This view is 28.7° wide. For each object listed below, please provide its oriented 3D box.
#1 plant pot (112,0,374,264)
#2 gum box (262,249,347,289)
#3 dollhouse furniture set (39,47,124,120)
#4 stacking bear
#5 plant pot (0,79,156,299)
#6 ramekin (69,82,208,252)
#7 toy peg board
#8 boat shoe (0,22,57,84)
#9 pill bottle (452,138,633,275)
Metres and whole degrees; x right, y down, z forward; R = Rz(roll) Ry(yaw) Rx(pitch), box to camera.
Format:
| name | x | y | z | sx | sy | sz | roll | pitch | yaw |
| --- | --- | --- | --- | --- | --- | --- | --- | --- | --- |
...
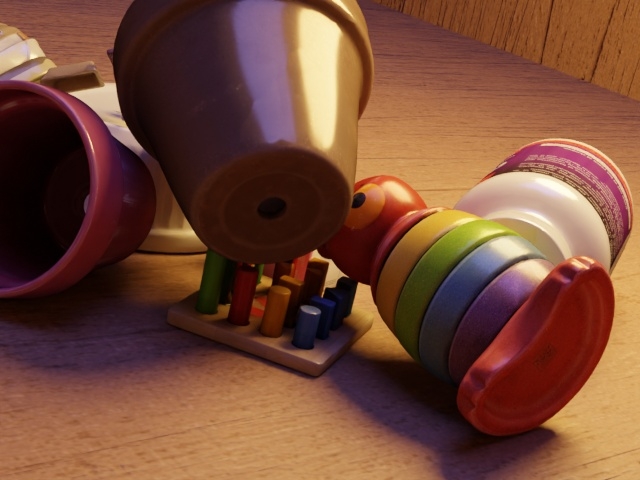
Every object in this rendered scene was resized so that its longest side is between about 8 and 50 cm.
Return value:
| name | x | y | z | sx | sy | sz | roll | pitch | yaw |
| --- | --- | --- | --- | --- | --- | --- | --- | --- | --- |
| plant pot | -0.060 | -0.109 | 1.192 | 0.263 | 0.263 | 0.229 | 6 | 43 | -19 |
| gum box | 0.000 | 0.000 | 1.411 | 0.107 | 0.062 | 0.188 | 25 | 22 | 31 |
| dollhouse furniture set | -0.241 | -0.147 | 1.371 | 0.114 | 0.091 | 0.081 | -9 | 62 | 3 |
| stacking bear | 0.115 | 0.037 | 1.177 | 0.289 | 0.175 | 0.164 | 39 | -2 | 36 |
| plant pot | -0.256 | -0.043 | 1.201 | 0.201 | 0.201 | 0.180 | 20 | 5 | 21 |
| ramekin | -0.204 | -0.093 | 1.449 | 0.273 | 0.127 | 0.273 | 12 | 18 | -4 |
| toy peg board | -0.039 | 0.048 | 1.225 | 0.161 | 0.079 | 0.161 | 18 | 20 | 16 |
| boat shoe | -0.436 | -0.149 | 1.376 | 0.302 | 0.113 | 0.103 | -31 | 72 | -37 |
| pill bottle | 0.240 | -0.002 | 1.387 | 0.181 | 0.181 | 0.323 | 18 | 19 | 16 |
